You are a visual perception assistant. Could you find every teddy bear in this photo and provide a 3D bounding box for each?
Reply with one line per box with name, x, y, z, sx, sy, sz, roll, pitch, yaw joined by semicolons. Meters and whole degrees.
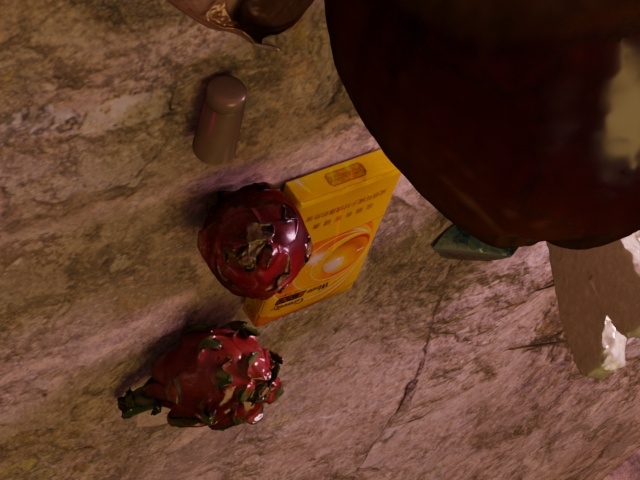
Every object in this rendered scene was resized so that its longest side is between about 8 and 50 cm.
teddy bear;0.490;-0.036;2.051;0.362;0.375;0.327;-6;153;-21

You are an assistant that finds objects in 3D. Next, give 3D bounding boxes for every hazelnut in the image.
hazelnut;0.180;-0.207;1.254;0.402;0.429;0.402;3;155;2

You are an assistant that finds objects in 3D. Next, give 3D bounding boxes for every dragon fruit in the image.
dragon fruit;-0.153;0.179;1.918;0.236;0.135;0.137;-23;163;33
dragon fruit;-0.078;0.014;1.705;0.125;0.125;0.246;-46;170;-17

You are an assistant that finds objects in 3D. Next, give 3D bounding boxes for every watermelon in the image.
watermelon;0.246;-0.017;2.113;0.180;0.081;0.094;-32;-178;12

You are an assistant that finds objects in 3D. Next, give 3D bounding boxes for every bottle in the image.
bottle;-0.099;-0.120;1.509;0.045;0.045;0.096;-20;150;-27

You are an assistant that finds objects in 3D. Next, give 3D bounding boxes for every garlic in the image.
garlic;-0.059;-0.217;1.296;0.174;0.124;0.099;-3;107;-59

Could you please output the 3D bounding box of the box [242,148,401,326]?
box;0.000;0.000;1.851;0.152;0.043;0.269;-20;152;-26
